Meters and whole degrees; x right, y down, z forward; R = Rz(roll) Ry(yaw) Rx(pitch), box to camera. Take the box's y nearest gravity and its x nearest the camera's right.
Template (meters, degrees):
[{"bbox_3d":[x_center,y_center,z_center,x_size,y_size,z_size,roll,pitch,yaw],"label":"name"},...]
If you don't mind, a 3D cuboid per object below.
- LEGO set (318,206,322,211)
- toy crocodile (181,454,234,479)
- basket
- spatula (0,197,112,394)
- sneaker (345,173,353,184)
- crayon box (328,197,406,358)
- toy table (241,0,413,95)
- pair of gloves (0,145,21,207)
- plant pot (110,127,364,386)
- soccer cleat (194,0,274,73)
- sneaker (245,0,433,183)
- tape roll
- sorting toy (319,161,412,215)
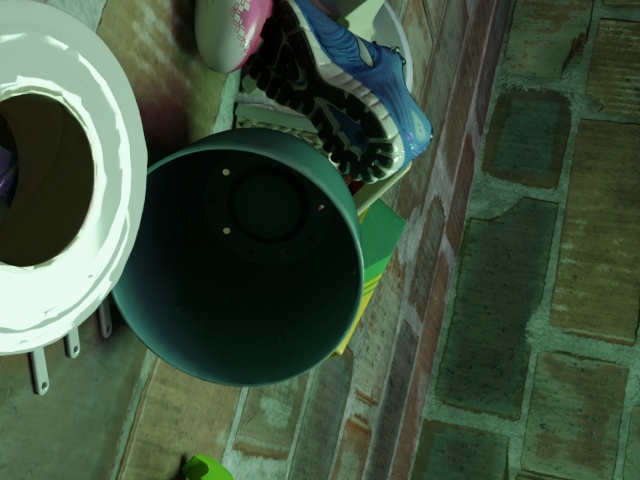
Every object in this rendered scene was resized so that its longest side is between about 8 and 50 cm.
[{"bbox_3d":[-0.035,-0.099,1.389,0.087,0.093,0.227,-26,165,-26],"label":"LEGO set"},{"bbox_3d":[-0.214,0.396,1.103,0.115,0.105,0.340,-51,171,31],"label":"toy crocodile"},{"bbox_3d":[-0.039,-0.140,1.255,0.113,0.167,0.103,-18,122,-68],"label":"basket"},{"bbox_3d":[-0.269,0.030,0.898,0.168,0.019,0.242,-49,143,-58],"label":"spatula"},{"bbox_3d":[0.047,-0.160,1.604,0.225,0.088,0.092,21,71,-86],"label":"sneaker"},{"bbox_3d":[-0.004,0.093,1.359,0.083,0.203,0.323,40,57,-15],"label":"crayon box"},{"bbox_3d":[0.012,-0.297,1.248,0.252,0.274,0.161,-45,167,22],"label":"toy table"},{"bbox_3d":[-0.287,-0.007,0.796,0.159,0.023,0.198,40,61,-59],"label":"pair of gloves"},{"bbox_3d":[-0.083,-0.008,1.032,0.235,0.293,0.293,-72,164,-66],"label":"plant pot"},{"bbox_3d":[-0.123,-0.377,1.026,0.143,0.116,0.331,11,90,-49],"label":"soccer cleat"},{"bbox_3d":[0.022,-0.218,1.103,0.147,0.330,0.129,-22,158,-43],"label":"sneaker"},{"bbox_3d":[-0.269,-0.054,0.684,0.286,0.100,0.286,-27,121,-58],"label":"tape roll"},{"bbox_3d":[0.004,-0.031,1.309,0.307,0.041,0.229,-42,-174,-1],"label":"sorting toy"}]
